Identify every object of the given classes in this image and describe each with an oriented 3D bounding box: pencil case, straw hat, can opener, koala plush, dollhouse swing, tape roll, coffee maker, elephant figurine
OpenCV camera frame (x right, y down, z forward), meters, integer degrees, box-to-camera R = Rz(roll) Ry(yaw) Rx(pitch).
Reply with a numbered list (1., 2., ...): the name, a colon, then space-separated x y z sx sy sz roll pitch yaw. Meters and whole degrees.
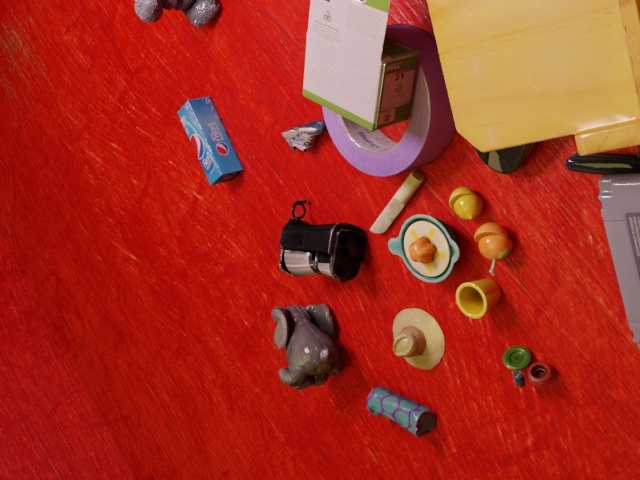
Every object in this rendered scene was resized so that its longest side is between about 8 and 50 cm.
1. pencil case: 0.172 0.371 1.671 0.152 0.065 0.070 19 102 44
2. straw hat: 0.183 0.211 1.597 0.144 0.061 0.144 21 120 42
3. can opener: 0.459 -0.114 1.151 0.186 0.059 0.073 7 103 43
4. koala plush: -0.304 -0.618 1.728 0.221 0.196 0.203 -22 78 54
5. dollhouse swing: 0.369 -0.303 1.045 0.305 0.315 0.346 -1 105 66
6. tape roll: 0.126 -0.262 1.451 0.275 0.090 0.274 21 120 43
7. coffee maker: 0.000 0.000 1.675 0.178 0.120 0.171 0 104 48
8. elephant figurine: -0.050 0.214 1.807 0.186 0.169 0.239 -32 61 21

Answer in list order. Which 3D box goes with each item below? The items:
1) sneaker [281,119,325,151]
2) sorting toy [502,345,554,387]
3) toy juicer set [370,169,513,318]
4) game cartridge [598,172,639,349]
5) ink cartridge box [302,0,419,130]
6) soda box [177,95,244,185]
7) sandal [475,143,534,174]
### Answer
1. sneaker: -0.027 -0.224 1.679 0.135 0.052 0.058 -2 113 57
2. sorting toy: 0.376 0.238 1.403 0.102 0.061 0.042 35 163 44
3. toy juicer set: 0.212 -0.017 1.450 0.329 0.090 0.209 38 130 34
4. game cartridge: 0.523 0.039 1.105 0.198 0.062 0.297 0 118 44
5. ink cartridge box: 0.072 -0.343 1.321 0.189 0.097 0.255 34 132 36
6. soda box: -0.274 -0.248 1.925 0.067 0.071 0.210 -34 79 49
7. sandal: 0.339 -0.225 1.235 0.120 0.086 0.302 50 151 15
